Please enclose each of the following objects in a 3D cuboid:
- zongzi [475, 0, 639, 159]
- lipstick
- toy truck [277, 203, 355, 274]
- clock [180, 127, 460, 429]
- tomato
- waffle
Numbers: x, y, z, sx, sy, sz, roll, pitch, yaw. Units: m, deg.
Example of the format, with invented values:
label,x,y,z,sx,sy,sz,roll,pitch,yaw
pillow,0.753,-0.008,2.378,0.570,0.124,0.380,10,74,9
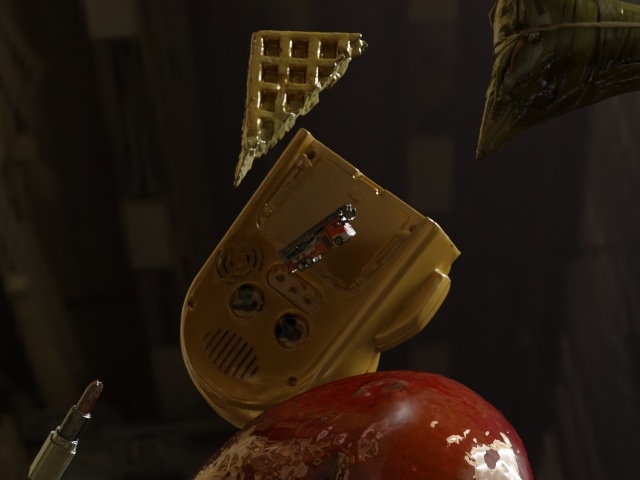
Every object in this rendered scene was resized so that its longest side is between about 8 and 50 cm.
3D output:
label,x,y,z,sx,sy,sz,roll,pitch,yaw
zongzi,0.255,-0.142,1.869,0.094,0.205,0.204,112,-9,-60
lipstick,-0.219,0.166,1.727,0.107,0.025,0.025,-58,-167,14
toy truck,0.000,0.000,1.772,0.032,0.083,0.024,59,22,7
clock,-0.023,0.065,2.250,0.244,0.317,0.200,37,-9,22
tomato,0.054,0.175,1.379,0.309,0.309,0.170,-101,-156,-60
waffle,-0.017,-0.126,1.915,0.032,0.125,0.191,94,-2,-52
